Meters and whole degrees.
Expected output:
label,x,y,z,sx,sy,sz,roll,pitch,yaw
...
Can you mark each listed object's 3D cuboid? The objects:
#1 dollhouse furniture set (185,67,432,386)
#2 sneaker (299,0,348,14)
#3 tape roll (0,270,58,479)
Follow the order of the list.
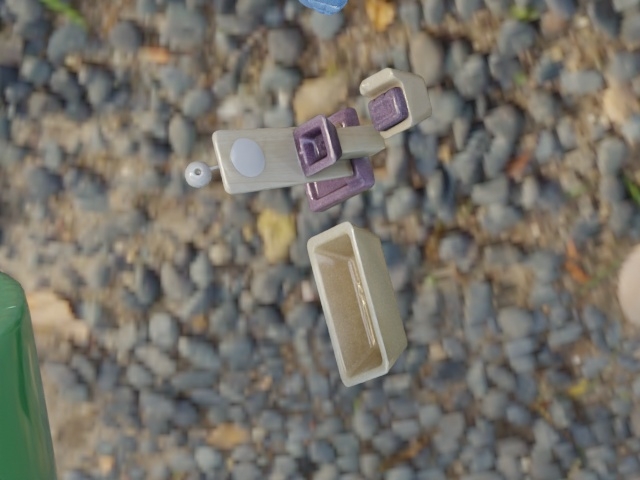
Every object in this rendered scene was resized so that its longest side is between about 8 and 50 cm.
label,x,y,z,sx,sy,sz,roll,pitch,yaw
dollhouse furniture set,0.000,0.000,0.749,0.081,0.114,0.091,-8,169,-38
sneaker,0.013,-0.214,1.169,0.067,0.078,0.188,33,144,15
tape roll,-0.237,0.076,0.533,0.321,0.321,0.077,-7,100,1
